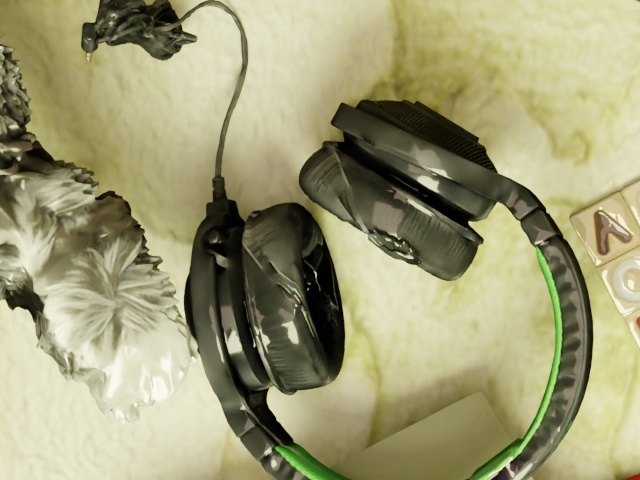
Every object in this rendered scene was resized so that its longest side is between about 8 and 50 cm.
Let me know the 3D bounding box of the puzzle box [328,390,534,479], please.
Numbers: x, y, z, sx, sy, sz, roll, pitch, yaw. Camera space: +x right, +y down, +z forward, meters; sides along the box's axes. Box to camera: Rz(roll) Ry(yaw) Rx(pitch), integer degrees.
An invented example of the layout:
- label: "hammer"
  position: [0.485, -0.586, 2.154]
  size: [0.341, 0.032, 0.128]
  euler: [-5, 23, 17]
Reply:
- label: "puzzle box"
  position: [0.081, 0.330, 1.052]
  size: [0.272, 0.052, 0.409]
  euler: [-26, 66, -5]

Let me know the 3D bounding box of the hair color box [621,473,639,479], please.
- label: "hair color box"
  position: [0.217, 0.241, 1.159]
  size: [0.072, 0.043, 0.141]
  euler: [-20, 97, 8]

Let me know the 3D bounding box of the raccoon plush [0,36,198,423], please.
- label: "raccoon plush"
  position: [-0.293, -0.070, 1.053]
  size: [0.216, 0.299, 0.446]
  euler: [-34, 112, -11]

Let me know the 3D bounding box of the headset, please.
- label: "headset"
  position: [0.000, 0.000, 1.059]
  size: [0.243, 0.185, 0.394]
  euler: [-39, 79, 10]

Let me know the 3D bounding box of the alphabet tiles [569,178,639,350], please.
- label: "alphabet tiles"
  position: [0.299, -0.020, 1.123]
  size: [0.237, 0.009, 0.198]
  euler: [-28, 97, 8]
